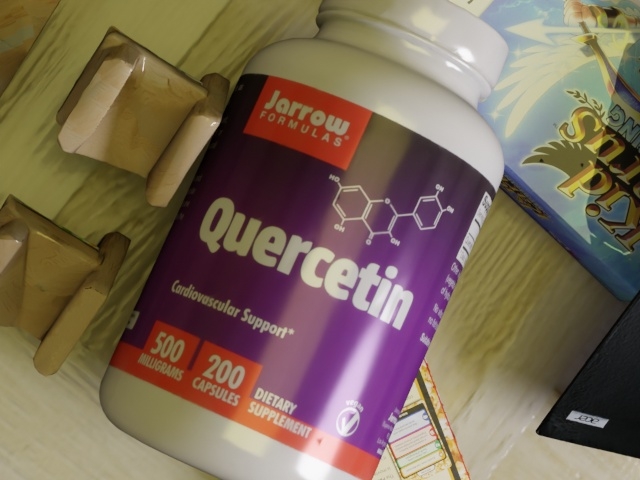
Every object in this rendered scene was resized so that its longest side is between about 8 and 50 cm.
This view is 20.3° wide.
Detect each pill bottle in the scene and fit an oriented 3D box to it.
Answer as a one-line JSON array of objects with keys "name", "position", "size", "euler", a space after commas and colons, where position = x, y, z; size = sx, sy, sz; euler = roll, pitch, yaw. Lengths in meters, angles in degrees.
[{"name": "pill bottle", "position": [0.000, 0.000, 1.136], "size": [0.181, 0.181, 0.323], "euler": [25, 84, -10]}]

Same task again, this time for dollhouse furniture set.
[{"name": "dollhouse furniture set", "position": [-0.211, -0.193, 1.156], "size": [0.362, 0.256, 0.394], "euler": [33, 106, -9]}]

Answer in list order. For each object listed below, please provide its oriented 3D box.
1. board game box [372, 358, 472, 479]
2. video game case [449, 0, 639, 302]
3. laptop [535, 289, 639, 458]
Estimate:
[{"name": "board game box", "position": [0.013, 0.131, 1.251], "size": [0.147, 0.045, 0.193], "euler": [-21, 94, -10]}, {"name": "video game case", "position": [0.209, -0.132, 1.280], "size": [0.269, 0.061, 0.244], "euler": [42, 84, -9]}, {"name": "laptop", "position": [0.293, 0.022, 1.274], "size": [0.234, 0.136, 0.264], "euler": [15, 69, -27]}]
